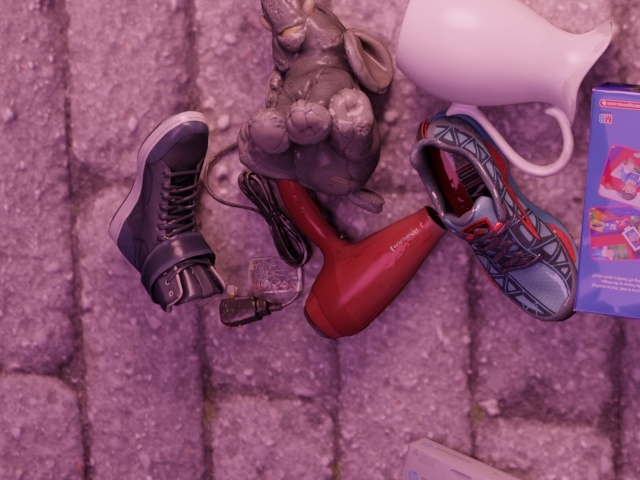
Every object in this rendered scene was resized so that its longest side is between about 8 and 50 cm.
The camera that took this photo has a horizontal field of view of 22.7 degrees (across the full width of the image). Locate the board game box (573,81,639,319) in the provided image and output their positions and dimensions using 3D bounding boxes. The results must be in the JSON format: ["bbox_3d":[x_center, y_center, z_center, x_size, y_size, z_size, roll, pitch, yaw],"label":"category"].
[{"bbox_3d":[0.440,-0.025,1.594,0.347,0.078,0.233,8,103,19],"label":"board game box"}]

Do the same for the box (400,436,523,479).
[{"bbox_3d":[0.149,0.336,1.810,0.145,0.038,0.186,20,109,30],"label":"box"}]

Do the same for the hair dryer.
[{"bbox_3d":[0.000,0.000,1.787,0.294,0.080,0.223,0,101,20],"label":"hair dryer"}]

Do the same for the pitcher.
[{"bbox_3d":[0.181,-0.170,1.658,0.207,0.125,0.177,16,100,7],"label":"pitcher"}]

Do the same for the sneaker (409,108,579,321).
[{"bbox_3d":[0.175,-0.014,1.692,0.104,0.125,0.262,-38,86,28],"label":"sneaker"}]

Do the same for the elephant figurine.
[{"bbox_3d":[0.000,-0.182,1.719,0.169,0.239,0.186,6,145,-6],"label":"elephant figurine"}]

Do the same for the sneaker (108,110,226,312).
[{"bbox_3d":[-0.151,-0.022,1.793,0.163,0.086,0.226,57,139,30],"label":"sneaker"}]
